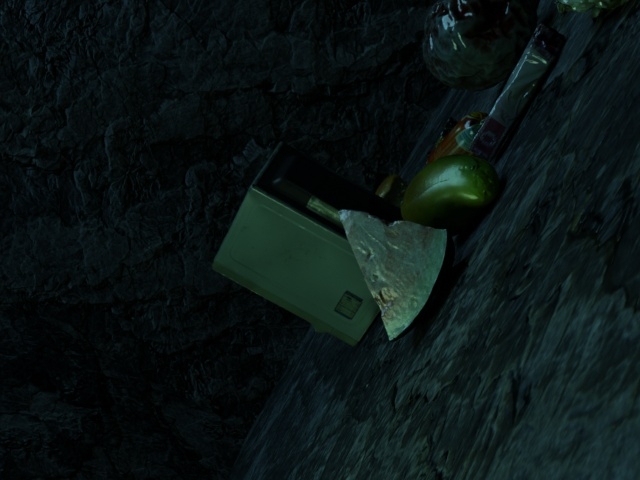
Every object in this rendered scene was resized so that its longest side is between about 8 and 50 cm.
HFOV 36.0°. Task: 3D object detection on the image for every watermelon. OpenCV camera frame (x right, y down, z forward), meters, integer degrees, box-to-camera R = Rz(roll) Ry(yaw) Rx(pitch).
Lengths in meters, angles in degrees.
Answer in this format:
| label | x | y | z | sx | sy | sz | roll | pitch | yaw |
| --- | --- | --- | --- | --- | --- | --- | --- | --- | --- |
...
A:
| label | x | y | z | sx | sy | sz | roll | pitch | yaw |
| --- | --- | --- | --- | --- | --- | --- | --- | --- | --- |
| watermelon | 0.124 | 0.025 | 1.444 | 0.136 | 0.202 | 0.207 | -22 | 6 | 2 |

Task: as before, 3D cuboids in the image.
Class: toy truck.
| label | x | y | z | sx | sy | sz | roll | pitch | yaw |
| --- | --- | --- | --- | --- | --- | --- | --- | --- | --- |
| toy truck | 0.302 | -0.240 | 2.296 | 0.083 | 0.049 | 0.054 | -61 | -1 | -40 |

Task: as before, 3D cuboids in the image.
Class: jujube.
| label | x | y | z | sx | sy | sz | roll | pitch | yaw |
| --- | --- | --- | --- | --- | --- | --- | --- | --- | --- |
| jujube | 0.311 | -0.411 | 1.944 | 0.226 | 0.226 | 0.317 | -61 | 0 | -2 |

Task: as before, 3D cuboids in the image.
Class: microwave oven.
| label | x | y | z | sx | sy | sz | roll | pitch | yaw |
| --- | --- | --- | --- | --- | --- | --- | --- | --- | --- |
| microwave oven | 0.000 | 0.000 | 2.066 | 0.286 | 0.354 | 0.218 | -61 | 1 | 39 |

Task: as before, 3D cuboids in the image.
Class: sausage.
| label | x | y | z | sx | sy | sz | roll | pitch | yaw |
| --- | --- | --- | --- | --- | --- | --- | --- | --- | --- |
| sausage | 0.264 | -0.175 | 1.810 | 0.083 | 0.083 | 0.264 | -61 | 3 | -16 |

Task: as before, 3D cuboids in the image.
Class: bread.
| label | x | y | z | sx | sy | sz | roll | pitch | yaw |
| --- | --- | --- | --- | --- | --- | --- | --- | --- | --- |
| bread | 0.146 | -0.031 | 2.313 | 0.246 | 0.121 | 0.174 | -64 | 3 | -20 |

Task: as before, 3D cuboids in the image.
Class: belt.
| label | x | y | z | sx | sy | sz | roll | pitch | yaw |
| --- | --- | --- | --- | --- | --- | --- | --- | --- | --- |
| belt | 0.312 | -0.232 | 1.564 | 0.232 | 0.053 | 0.071 | -61 | -7 | 10 |

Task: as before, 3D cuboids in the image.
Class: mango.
| label | x | y | z | sx | sy | sz | roll | pitch | yaw |
| --- | --- | --- | --- | --- | --- | --- | --- | --- | --- |
| mango | 0.191 | -0.063 | 1.474 | 0.233 | 0.111 | 0.125 | 171 | 115 | -73 |

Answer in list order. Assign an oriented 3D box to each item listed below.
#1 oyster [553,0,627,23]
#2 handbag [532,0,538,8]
| label | x | y | z | sx | sy | sz | roll | pitch | yaw |
| --- | --- | --- | --- | --- | --- | --- | --- | --- | --- |
| oyster | 0.351 | -0.369 | 1.248 | 0.351 | 0.158 | 0.162 | -17 | -77 | -73 |
| handbag | 0.439 | -0.510 | 2.284 | 0.151 | 0.072 | 0.193 | -61 | 3 | 39 |
